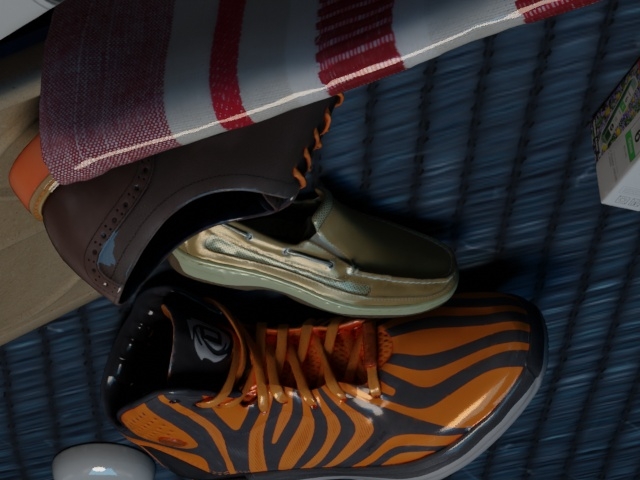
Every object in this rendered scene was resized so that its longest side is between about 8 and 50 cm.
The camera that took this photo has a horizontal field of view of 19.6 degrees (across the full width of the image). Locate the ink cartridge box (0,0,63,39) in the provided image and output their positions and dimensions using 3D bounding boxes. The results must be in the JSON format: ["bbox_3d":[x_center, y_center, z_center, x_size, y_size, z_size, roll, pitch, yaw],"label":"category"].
[{"bbox_3d":[-0.118,-0.204,0.737,0.273,0.197,0.114,-25,140,32],"label":"ink cartridge box"}]

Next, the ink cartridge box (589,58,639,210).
[{"bbox_3d":[0.194,-0.075,1.057,0.029,0.063,0.115,10,143,-18],"label":"ink cartridge box"}]

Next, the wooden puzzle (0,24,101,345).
[{"bbox_3d":[-0.227,-0.009,1.028,0.322,0.080,0.348,-27,162,-30],"label":"wooden puzzle"}]

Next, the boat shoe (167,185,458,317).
[{"bbox_3d":[0.000,0.000,1.168,0.190,0.068,0.072,6,134,-11],"label":"boat shoe"}]

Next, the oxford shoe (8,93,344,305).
[{"bbox_3d":[-0.022,-0.068,0.955,0.271,0.098,0.097,-35,165,-2],"label":"oxford shoe"}]

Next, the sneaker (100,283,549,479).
[{"bbox_3d":[-0.016,0.092,1.248,0.321,0.125,0.180,-23,141,29],"label":"sneaker"}]

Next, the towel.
[{"bbox_3d":[0.030,-0.167,0.760,0.329,0.237,0.037,-18,143,24],"label":"towel"}]

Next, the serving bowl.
[{"bbox_3d":[-0.173,0.192,1.481,0.083,0.027,0.083,-1,146,-1],"label":"serving bowl"}]
